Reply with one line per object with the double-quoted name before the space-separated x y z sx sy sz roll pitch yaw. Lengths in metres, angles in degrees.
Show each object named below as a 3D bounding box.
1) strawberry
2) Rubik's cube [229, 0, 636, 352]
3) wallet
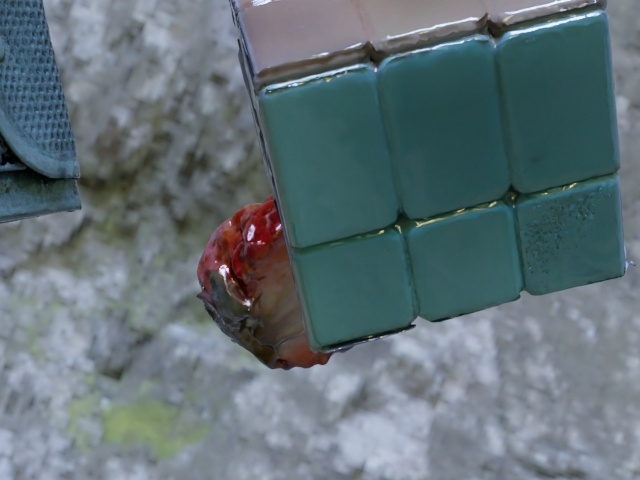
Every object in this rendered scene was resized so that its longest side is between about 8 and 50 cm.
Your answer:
"strawberry" 0.000 0.000 2.100 0.336 0.265 0.149 -39 44 -5
"Rubik's cube" 0.067 -0.096 1.130 0.221 0.224 0.231 -107 4 -53
"wallet" -0.340 -0.184 1.657 0.075 0.237 0.342 -12 91 31
